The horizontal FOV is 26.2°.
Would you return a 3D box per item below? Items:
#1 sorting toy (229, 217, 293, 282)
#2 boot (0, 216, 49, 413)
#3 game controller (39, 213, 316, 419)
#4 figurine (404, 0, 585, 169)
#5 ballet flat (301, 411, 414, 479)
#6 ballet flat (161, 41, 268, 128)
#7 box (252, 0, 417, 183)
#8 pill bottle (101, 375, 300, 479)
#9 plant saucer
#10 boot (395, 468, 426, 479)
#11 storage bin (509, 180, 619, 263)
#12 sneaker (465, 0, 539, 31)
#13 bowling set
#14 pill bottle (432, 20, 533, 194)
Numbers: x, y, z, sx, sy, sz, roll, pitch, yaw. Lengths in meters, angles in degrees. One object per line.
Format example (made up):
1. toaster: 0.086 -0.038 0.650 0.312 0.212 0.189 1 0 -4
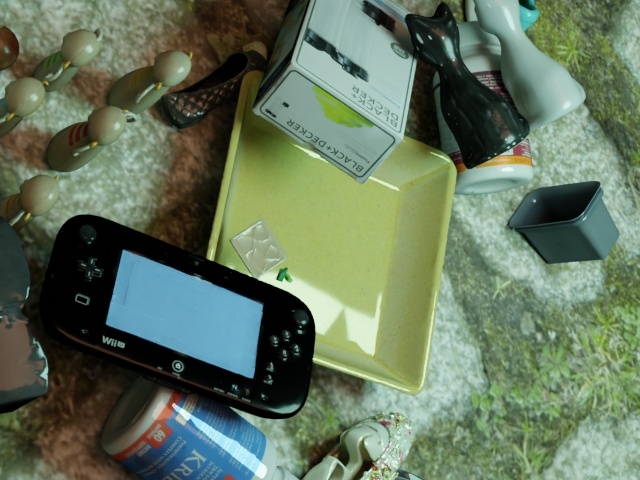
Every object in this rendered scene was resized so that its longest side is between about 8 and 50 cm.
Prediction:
1. sorting toy: -0.067 0.022 1.621 0.062 0.012 0.083 -35 95 -39
2. boot: -0.507 0.020 1.344 0.445 0.146 0.367 -6 91 -30
3. game controller: -0.151 0.087 1.506 0.319 0.067 0.166 22 42 -19
4. figurine: 0.222 -0.228 1.774 0.215 0.092 0.209 -31 93 -39
5. ballet flat: 0.033 0.278 1.665 0.241 0.091 0.077 -46 137 -33
6. ballet flat: -0.126 -0.200 1.703 0.173 0.057 0.049 -44 125 -31
7. box: 0.029 -0.219 1.714 0.169 0.087 0.290 34 36 -14
8. pill bottle: -0.127 0.247 1.552 0.221 0.124 0.124 40 60 -18
9. plant saucer: 0.000 0.000 1.726 0.332 0.081 0.333 21 68 -27
10. boot: 0.166 0.449 1.705 0.338 0.118 0.223 46 53 -20
11. storage bin: 0.353 -0.023 1.938 0.091 0.135 0.098 53 56 -24
12. sneaker: 0.276 -0.420 1.994 0.107 0.110 0.275 6 74 -32
13. bowling set: -0.304 -0.162 1.522 0.200 0.154 0.287 45 58 -16
14. pill bottle: 0.219 -0.181 1.888 0.121 0.121 0.221 0 78 -33
